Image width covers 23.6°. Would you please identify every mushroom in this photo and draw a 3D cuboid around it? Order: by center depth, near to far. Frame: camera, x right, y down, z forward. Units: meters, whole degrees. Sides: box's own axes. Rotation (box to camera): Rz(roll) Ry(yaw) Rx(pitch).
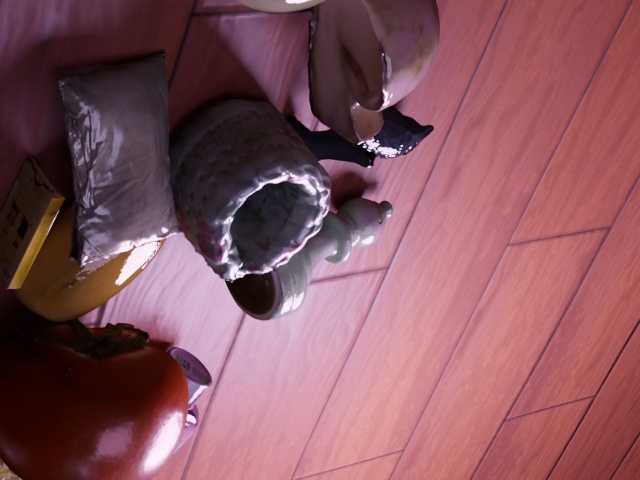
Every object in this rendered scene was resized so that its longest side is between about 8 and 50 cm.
[{"bbox_3d":[0.091,-0.239,1.827,0.173,0.162,0.236,-23,129,-27],"label":"mushroom"}]

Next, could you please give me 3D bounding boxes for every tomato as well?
[{"bbox_3d":[-0.298,0.211,1.957,0.256,0.256,0.224,4,105,-45],"label":"tomato"}]

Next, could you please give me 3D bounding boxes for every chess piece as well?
[{"bbox_3d":[0.000,0.000,2.120,0.272,0.139,0.139,-27,147,-37],"label":"chess piece"}]

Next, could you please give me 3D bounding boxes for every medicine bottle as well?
[{"bbox_3d":[-0.241,0.245,2.188,0.188,0.094,0.119,-49,143,16],"label":"medicine bottle"}]

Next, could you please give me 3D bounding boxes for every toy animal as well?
[{"bbox_3d":[0.060,-0.160,2.025,0.210,0.121,0.117,-18,100,-53],"label":"toy animal"}]

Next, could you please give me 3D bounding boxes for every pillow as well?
[{"bbox_3d":[-0.231,-0.094,1.772,0.148,0.050,0.229,-20,119,-40],"label":"pillow"}]

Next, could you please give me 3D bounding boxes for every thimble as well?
[{"bbox_3d":[-0.099,-0.059,1.915,0.185,0.149,0.211,3,130,-47],"label":"thimble"}]

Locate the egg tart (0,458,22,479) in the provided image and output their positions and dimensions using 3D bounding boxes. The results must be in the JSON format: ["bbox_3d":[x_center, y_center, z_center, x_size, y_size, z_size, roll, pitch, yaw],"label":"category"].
[{"bbox_3d":[-0.404,0.354,2.068,0.279,0.095,0.279,-3,97,-25],"label":"egg tart"}]

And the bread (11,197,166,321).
[{"bbox_3d":[-0.279,0.016,1.886,0.217,0.098,0.147,-44,142,7],"label":"bread"}]

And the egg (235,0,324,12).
[{"bbox_3d":[-0.017,-0.354,1.607,0.253,0.188,0.188,-47,146,-2],"label":"egg"}]

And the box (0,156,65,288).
[{"bbox_3d":[-0.348,-0.020,1.798,0.020,0.073,0.149,0,132,-44],"label":"box"}]
